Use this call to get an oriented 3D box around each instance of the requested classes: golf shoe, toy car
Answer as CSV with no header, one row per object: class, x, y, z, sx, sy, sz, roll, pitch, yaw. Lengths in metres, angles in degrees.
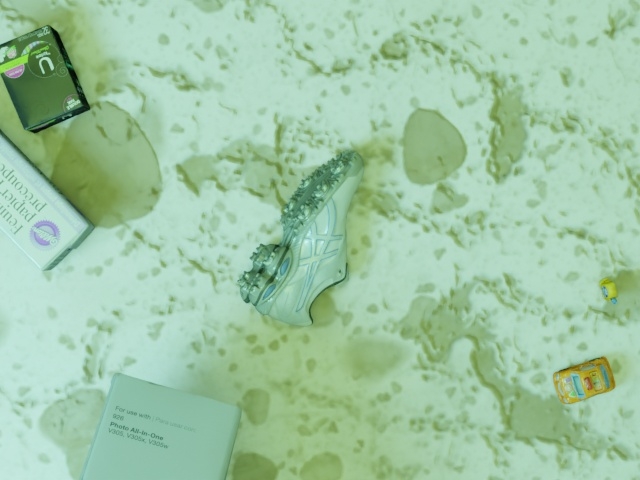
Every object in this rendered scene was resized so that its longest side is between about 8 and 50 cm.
golf shoe,0.000,0.000,1.448,0.086,0.069,0.176,34,92,-21
toy car,0.253,0.096,1.455,0.060,0.040,0.122,0,90,-1

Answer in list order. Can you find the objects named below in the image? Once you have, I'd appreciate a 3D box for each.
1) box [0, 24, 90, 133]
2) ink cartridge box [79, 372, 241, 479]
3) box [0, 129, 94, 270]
box,-0.262,-0.150,1.438,0.062,0.052,0.083,-22,91,0
ink cartridge box,-0.166,0.290,1.302,0.122,0.211,0.289,16,55,-2
box,-0.346,-0.106,1.430,0.063,0.067,0.324,-44,90,-1
